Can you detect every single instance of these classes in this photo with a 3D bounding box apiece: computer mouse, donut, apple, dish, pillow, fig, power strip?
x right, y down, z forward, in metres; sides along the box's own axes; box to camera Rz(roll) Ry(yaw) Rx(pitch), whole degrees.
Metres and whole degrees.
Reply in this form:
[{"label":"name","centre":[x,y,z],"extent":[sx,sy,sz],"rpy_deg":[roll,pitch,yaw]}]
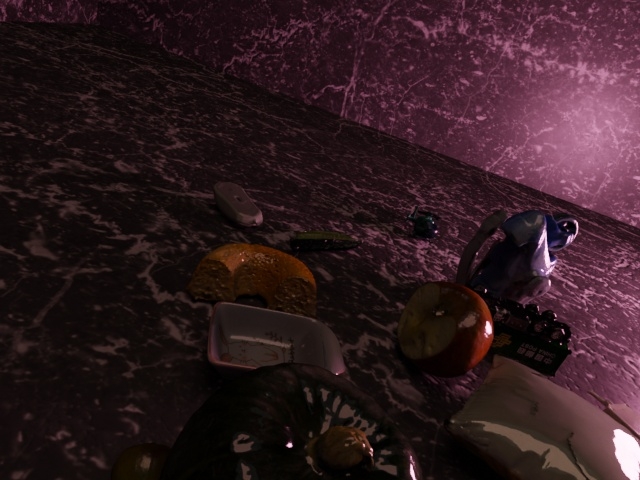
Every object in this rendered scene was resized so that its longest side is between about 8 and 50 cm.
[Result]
[{"label":"computer mouse","centre":[-0.214,-0.084,1.233],"extent":[0.089,0.056,0.182],"rpy_deg":[-14,48,-41]},{"label":"donut","centre":[-0.130,0.071,0.964],"extent":[0.259,0.101,0.152],"rpy_deg":[11,22,-9]},{"label":"apple","centre":[0.251,0.172,0.933],"extent":[0.160,0.173,0.195],"rpy_deg":[7,32,-19]},{"label":"dish","centre":[-0.075,0.189,0.796],"extent":[0.234,0.064,0.154],"rpy_deg":[12,27,-13]},{"label":"pillow","centre":[0.385,0.330,0.779],"extent":[0.312,0.119,0.310],"rpy_deg":[30,22,26]},{"label":"fig","centre":[-0.201,0.277,0.540],"extent":[0.074,0.074,0.088],"rpy_deg":[10,50,-20]},{"label":"power strip","centre":[0.613,0.367,0.957],"extent":[0.075,0.042,0.175],"rpy_deg":[5,29,-29]}]

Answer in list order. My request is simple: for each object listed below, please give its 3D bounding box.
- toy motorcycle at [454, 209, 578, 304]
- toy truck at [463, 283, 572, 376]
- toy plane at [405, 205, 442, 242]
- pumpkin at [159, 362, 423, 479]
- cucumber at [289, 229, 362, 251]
[{"label":"toy motorcycle","centre":[0.460,0.060,1.130],"extent":[0.241,0.319,0.182],"rpy_deg":[1,34,-48]},{"label":"toy truck","centre":[0.426,0.195,1.068],"extent":[0.259,0.121,0.088],"rpy_deg":[21,27,1]},{"label":"toy plane","centre":[0.323,-0.054,1.510],"extent":[0.060,0.096,0.235],"rpy_deg":[17,8,-12]},{"label":"pumpkin","centre":[-0.024,0.271,0.512],"extent":[0.300,0.207,0.300],"rpy_deg":[20,31,-13]},{"label":"cucumber","centre":[0.000,0.000,1.236],"extent":[0.220,0.046,0.070],"rpy_deg":[2,29,-35]}]
